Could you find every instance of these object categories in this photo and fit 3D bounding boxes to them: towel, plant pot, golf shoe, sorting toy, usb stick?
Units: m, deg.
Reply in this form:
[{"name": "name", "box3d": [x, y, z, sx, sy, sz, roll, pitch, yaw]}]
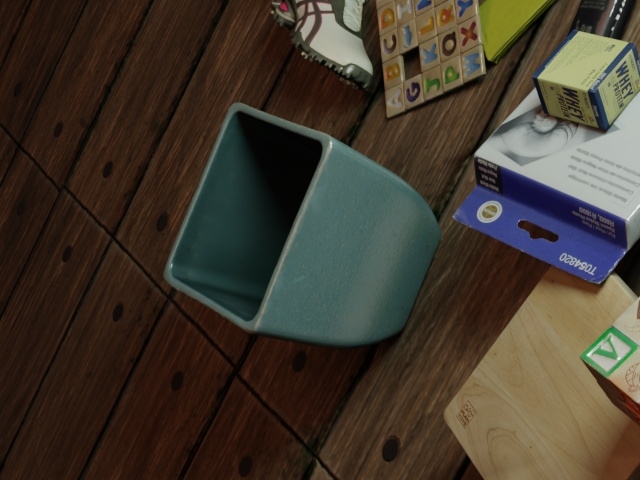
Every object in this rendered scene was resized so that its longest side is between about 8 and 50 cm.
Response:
[{"name": "towel", "box3d": [0.280, -0.331, 1.969, 0.237, 0.021, 0.102, -46, 36, 31]}, {"name": "plant pot", "box3d": [0.000, 0.000, 1.972, 0.248, 0.252, 0.247, 25, 94, 55]}, {"name": "golf shoe", "box3d": [0.016, -0.312, 2.242, 0.120, 0.105, 0.273, -50, 39, 14]}, {"name": "sorting toy", "box3d": [0.281, 0.177, 1.648, 0.255, 0.089, 0.257, -56, 37, 18]}, {"name": "usb stick", "box3d": [0.301, -0.191, 1.846, 0.077, 0.045, 0.278, 23, 92, 61]}]

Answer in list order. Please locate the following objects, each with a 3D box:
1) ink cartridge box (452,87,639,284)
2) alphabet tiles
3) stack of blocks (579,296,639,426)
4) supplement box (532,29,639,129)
[{"name": "ink cartridge box", "box3d": [0.279, -0.080, 1.704, 0.223, 0.045, 0.224, 26, 69, 42]}, {"name": "alphabet tiles", "box3d": [0.140, -0.302, 2.094, 0.198, 0.009, 0.237, -22, 69, 52]}, {"name": "stack of blocks", "box3d": [0.387, 0.050, 1.473, 0.297, 0.087, 0.171, -44, 40, -4]}, {"name": "supplement box", "box3d": [0.290, -0.174, 1.704, 0.083, 0.056, 0.083, 20, 59, 41]}]
